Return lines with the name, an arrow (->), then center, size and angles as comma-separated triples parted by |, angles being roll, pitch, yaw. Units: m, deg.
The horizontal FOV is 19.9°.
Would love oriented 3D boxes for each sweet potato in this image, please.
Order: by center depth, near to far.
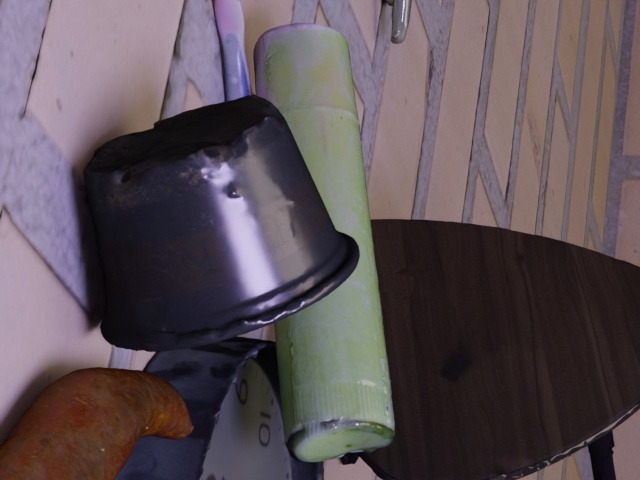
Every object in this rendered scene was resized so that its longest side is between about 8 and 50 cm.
sweet potato -> -0.128, 0.112, 0.971 | 0.255, 0.058, 0.078 | -38, 122, -64

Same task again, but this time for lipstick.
lipstick -> 0.000, 0.000, 1.227 | 0.076, 0.076, 0.304 | 59, 23, -62

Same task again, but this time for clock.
clock -> -0.064, 0.214, 1.206 | 0.312, 0.061, 0.313 | 1, 90, -73

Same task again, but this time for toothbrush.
toothbrush -> -0.061, -0.136, 1.256 | 0.027, 0.021, 0.269 | -44, 135, -60

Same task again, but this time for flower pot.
flower pot -> -0.066, -0.016, 1.045 | 0.157, 0.157, 0.107 | -51, 127, -65

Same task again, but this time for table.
table -> 0.132, 0.165, 1.436 | 0.317, 0.317, 0.249 | -68, 163, -51

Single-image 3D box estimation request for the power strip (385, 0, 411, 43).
power strip -> 0.082, -0.325, 1.683 | 0.093, 0.053, 0.288 | 0, 91, -74
